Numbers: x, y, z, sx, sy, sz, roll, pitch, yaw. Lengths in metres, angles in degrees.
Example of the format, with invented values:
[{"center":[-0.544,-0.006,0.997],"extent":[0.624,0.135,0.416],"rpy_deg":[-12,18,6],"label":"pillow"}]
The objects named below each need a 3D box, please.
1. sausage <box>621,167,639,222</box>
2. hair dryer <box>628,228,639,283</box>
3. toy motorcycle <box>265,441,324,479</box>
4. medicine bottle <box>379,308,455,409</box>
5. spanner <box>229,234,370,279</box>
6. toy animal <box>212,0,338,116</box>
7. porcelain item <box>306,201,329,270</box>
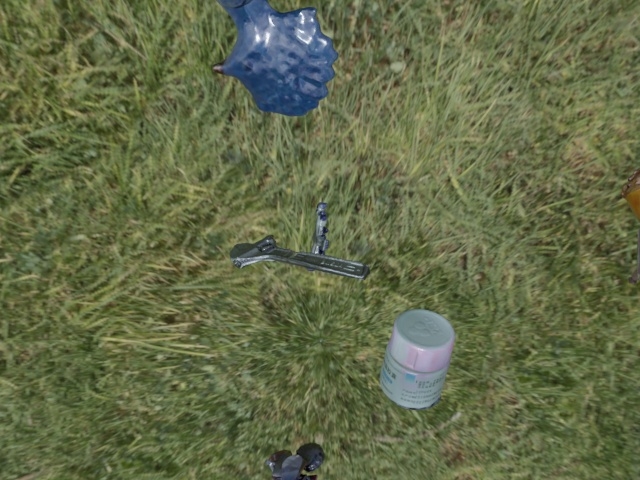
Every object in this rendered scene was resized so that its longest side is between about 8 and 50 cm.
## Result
[{"center":[0.582,-0.008,1.261],"extent":[0.270,0.109,0.109],"rpy_deg":[43,85,-4],"label":"sausage"},{"center":[0.633,0.050,1.609],"extent":[0.054,0.154,0.106],"rpy_deg":[3,63,3],"label":"hair dryer"},{"center":[-0.074,0.498,1.657],"extent":[0.122,0.213,0.082],"rpy_deg":[-10,125,33],"label":"toy motorcycle"},{"center":[0.195,0.238,1.642],"extent":[0.135,0.135,0.169],"rpy_deg":[11,126,1],"label":"medicine bottle"},{"center":[-0.044,0.033,1.444],"extent":[0.093,0.325,0.026],"rpy_deg":[-43,126,-35],"label":"spanner"},{"center":[-0.043,-0.209,0.486],"extent":[0.176,0.239,0.255],"rpy_deg":[22,125,-2],"label":"toy animal"},{"center":[0.000,0.000,1.534],"extent":[0.021,0.075,0.136],"rpy_deg":[7,105,-18],"label":"porcelain item"}]
